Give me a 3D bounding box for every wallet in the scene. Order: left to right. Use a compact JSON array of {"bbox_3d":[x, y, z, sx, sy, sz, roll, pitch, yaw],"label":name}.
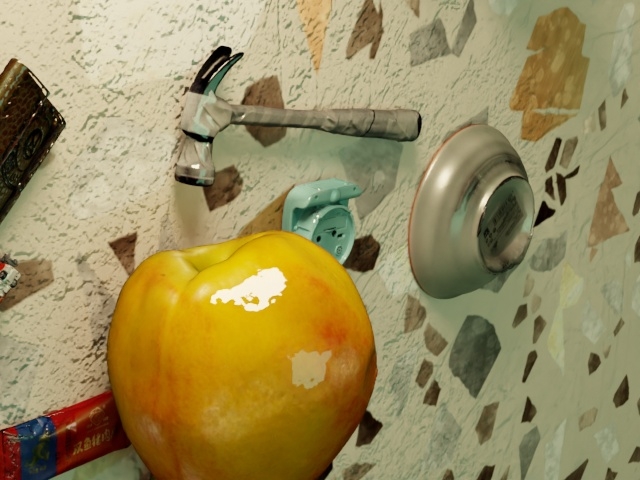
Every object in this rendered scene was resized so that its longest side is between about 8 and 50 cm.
[{"bbox_3d":[-0.319,-0.037,1.226,0.243,0.039,0.133,-60,162,-15],"label":"wallet"}]

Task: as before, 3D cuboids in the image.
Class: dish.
[{"bbox_3d":[0.235,-0.030,1.908,0.260,0.085,0.260,-24,123,-43],"label":"dish"}]

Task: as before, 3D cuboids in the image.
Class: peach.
[{"bbox_3d":[-0.077,0.145,1.438,0.289,0.289,0.307,-28,112,-42],"label":"peach"}]

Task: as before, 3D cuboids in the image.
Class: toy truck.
[{"bbox_3d":[-0.318,0.050,1.300,0.083,0.032,0.024,-56,137,-15],"label":"toy truck"}]

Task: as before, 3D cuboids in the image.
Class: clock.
[{"bbox_3d":[-0.001,0.000,1.661,0.108,0.045,0.147,-14,116,-46],"label":"clock"}]

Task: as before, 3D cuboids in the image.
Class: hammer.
[{"bbox_3d":[-0.011,-0.135,1.599,0.427,0.044,0.152,0,104,-52],"label":"hammer"}]

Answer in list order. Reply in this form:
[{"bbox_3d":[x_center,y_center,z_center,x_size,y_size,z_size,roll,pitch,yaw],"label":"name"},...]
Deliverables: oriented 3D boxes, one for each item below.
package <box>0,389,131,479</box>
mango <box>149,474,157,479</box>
[{"bbox_3d":[-0.271,0.212,1.435,0.200,0.022,0.083,-19,119,-48],"label":"package"},{"bbox_3d":[-0.125,0.279,1.590,0.163,0.089,0.111,24,87,-44],"label":"mango"}]
